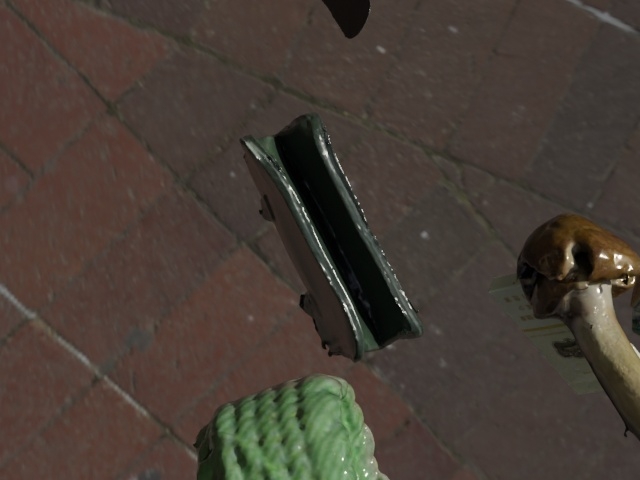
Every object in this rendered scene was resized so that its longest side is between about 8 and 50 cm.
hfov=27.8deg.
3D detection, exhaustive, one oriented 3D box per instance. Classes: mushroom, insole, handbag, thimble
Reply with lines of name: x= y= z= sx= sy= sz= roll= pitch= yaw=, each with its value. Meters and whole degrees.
mushroom: x=0.163 y=0.062 z=0.650 sx=0.061 sy=0.187 sz=0.060 roll=-10 pitch=143 yaw=-29
insole: x=0.015 y=-0.218 z=1.074 sx=0.002 sy=0.153 sz=0.053 roll=16 pitch=122 yaw=-30
handbag: x=-0.002 y=0.001 z=1.325 sx=0.079 sy=0.260 sz=0.247 roll=-27 pitch=91 yaw=-8
thimble: x=-0.018 y=0.236 z=1.179 sx=0.150 sy=0.219 sz=0.219 roll=-20 pitch=114 yaw=6

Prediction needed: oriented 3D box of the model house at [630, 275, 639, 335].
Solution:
model house: x=0.425 y=0.061 z=1.547 sx=0.100 sy=0.100 sz=0.088 roll=68 pitch=38 yaw=-52

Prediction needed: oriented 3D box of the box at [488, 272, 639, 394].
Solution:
box: x=0.251 y=0.091 z=1.298 sx=0.167 sy=0.090 sz=0.024 roll=47 pitch=51 yaw=-24
